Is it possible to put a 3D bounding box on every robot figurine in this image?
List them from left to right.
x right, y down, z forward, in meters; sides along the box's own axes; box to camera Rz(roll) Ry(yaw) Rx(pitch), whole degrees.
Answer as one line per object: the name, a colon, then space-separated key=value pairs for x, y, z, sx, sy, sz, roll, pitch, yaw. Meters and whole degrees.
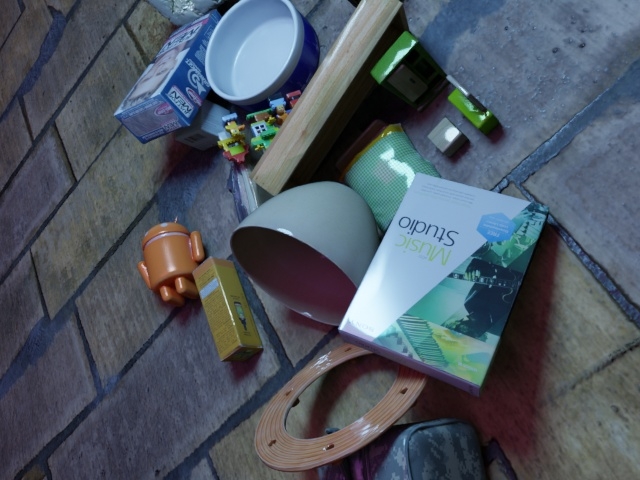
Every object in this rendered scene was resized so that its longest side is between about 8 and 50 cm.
robot figurine: x=-0.364 y=0.050 z=1.401 sx=0.158 sy=0.128 sz=0.220 roll=-51 pitch=51 yaw=46

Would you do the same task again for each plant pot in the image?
plant pot: x=0.000 y=0.000 z=1.081 sx=0.284 sy=0.284 sz=0.191 roll=9 pitch=54 yaw=38

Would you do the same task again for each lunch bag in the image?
lunch bag: x=0.114 y=0.446 z=0.907 sx=0.256 sy=0.212 sz=0.305 roll=-23 pitch=67 yaw=42

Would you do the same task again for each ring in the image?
ring: x=0.039 y=0.265 z=0.969 sx=0.336 sy=0.336 sz=0.032 roll=-22 pitch=104 yaw=31

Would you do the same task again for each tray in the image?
tray: x=0.022 y=-0.278 z=1.141 sx=0.076 sy=0.203 sz=0.411 roll=35 pitch=103 yaw=7

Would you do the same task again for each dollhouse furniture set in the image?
dollhouse furniture set: x=0.141 y=-0.186 z=1.066 sx=0.301 sy=0.151 sz=0.198 roll=-46 pitch=56 yaw=19

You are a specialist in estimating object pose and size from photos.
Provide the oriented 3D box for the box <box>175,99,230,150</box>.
box: x=-0.297 y=-0.291 z=1.451 sx=0.101 sy=0.102 sz=0.087 roll=-12 pitch=74 yaw=35

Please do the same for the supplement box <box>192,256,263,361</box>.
supplement box: x=-0.211 y=0.154 z=1.294 sx=0.080 sy=0.078 sz=0.234 roll=-40 pitch=58 yaw=23

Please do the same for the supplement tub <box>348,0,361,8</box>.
supplement tub: x=0.083 y=-0.547 z=1.173 sx=0.116 sy=0.190 sz=0.117 roll=-9 pitch=73 yaw=34

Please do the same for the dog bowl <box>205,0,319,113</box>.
dog bowl: x=-0.138 y=-0.434 z=1.350 sx=0.264 sy=0.104 sz=0.265 roll=-7 pitch=75 yaw=29

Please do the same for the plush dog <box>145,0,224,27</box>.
plush dog: x=-0.338 y=-0.685 z=1.557 sx=0.262 sy=0.211 sz=0.226 roll=6 pitch=66 yaw=10

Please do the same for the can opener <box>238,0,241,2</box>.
can opener: x=-0.184 y=-0.660 z=1.495 sx=0.059 sy=0.073 sz=0.186 roll=114 pitch=146 yaw=-57

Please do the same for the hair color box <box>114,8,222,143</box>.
hair color box: x=-0.349 y=-0.410 z=1.428 sx=0.173 sy=0.105 sz=0.347 roll=-12 pitch=45 yaw=34

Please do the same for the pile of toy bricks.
pile of toy bricks: x=-0.110 y=-0.232 z=1.242 sx=0.212 sy=0.118 sz=0.105 roll=-22 pitch=76 yaw=-15

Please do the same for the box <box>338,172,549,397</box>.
box: x=0.200 y=0.054 z=0.919 sx=0.232 sy=0.058 sz=0.322 roll=18 pitch=67 yaw=24

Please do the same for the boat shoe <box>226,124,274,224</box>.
boat shoe: x=-0.171 y=-0.131 z=1.321 sx=0.092 sy=0.102 sz=0.285 roll=-26 pitch=70 yaw=24
